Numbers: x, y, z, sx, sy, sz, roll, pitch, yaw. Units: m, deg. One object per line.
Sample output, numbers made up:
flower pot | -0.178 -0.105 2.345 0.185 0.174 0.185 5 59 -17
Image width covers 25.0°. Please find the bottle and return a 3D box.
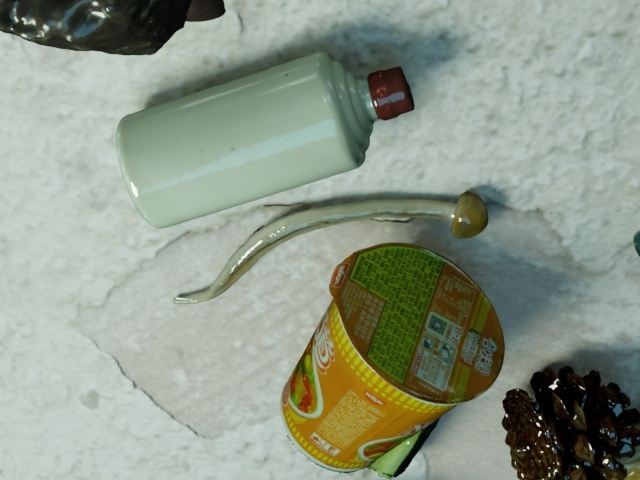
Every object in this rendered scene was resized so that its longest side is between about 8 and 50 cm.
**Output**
bottle | -0.042 -0.091 1.212 0.245 0.104 0.104 -17 121 11

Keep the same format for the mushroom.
mushroom | 0.000 0.001 1.313 0.306 0.043 0.068 -13 102 10

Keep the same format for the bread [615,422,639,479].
bread | 0.308 0.229 1.448 0.073 0.053 0.214 38 117 -17

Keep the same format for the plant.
plant | -0.153 -0.222 1.012 0.194 0.320 0.181 19 104 -4

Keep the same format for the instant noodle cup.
instant noodle cup | 0.049 0.118 1.308 0.168 0.168 0.185 22 137 -14

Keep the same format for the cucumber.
cucumber | 0.094 0.155 1.396 0.046 0.070 0.220 0 130 -36

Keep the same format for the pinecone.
pinecone | 0.242 0.183 1.374 0.121 0.140 0.140 -16 126 -24

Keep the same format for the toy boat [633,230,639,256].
toy boat | 0.349 0.025 1.317 0.141 0.060 0.055 24 120 -7
